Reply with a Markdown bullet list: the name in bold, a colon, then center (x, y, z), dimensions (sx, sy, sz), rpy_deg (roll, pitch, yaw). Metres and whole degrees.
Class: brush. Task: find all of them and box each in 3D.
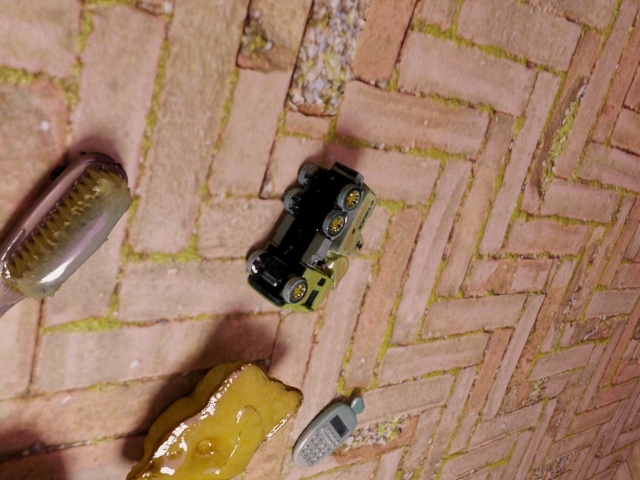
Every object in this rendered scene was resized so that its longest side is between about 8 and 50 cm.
- **brush**: center (-0.284, 0.052, 0.589), dimensions (0.313, 0.067, 0.072), rpy_deg (-50, 139, -5)

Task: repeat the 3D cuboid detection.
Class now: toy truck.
- **toy truck**: center (0.000, 0.000, 0.809), dimensions (0.116, 0.085, 0.191), rpy_deg (30, 90, -53)

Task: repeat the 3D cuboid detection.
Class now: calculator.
- **calculator**: center (0.015, 0.316, 1.059), dimensions (0.153, 0.021, 0.095), rpy_deg (-43, 137, -15)

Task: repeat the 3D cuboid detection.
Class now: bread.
- **bread**: center (-0.144, 0.247, 0.824), dimensions (0.233, 0.088, 0.161), rpy_deg (-47, 132, -7)
